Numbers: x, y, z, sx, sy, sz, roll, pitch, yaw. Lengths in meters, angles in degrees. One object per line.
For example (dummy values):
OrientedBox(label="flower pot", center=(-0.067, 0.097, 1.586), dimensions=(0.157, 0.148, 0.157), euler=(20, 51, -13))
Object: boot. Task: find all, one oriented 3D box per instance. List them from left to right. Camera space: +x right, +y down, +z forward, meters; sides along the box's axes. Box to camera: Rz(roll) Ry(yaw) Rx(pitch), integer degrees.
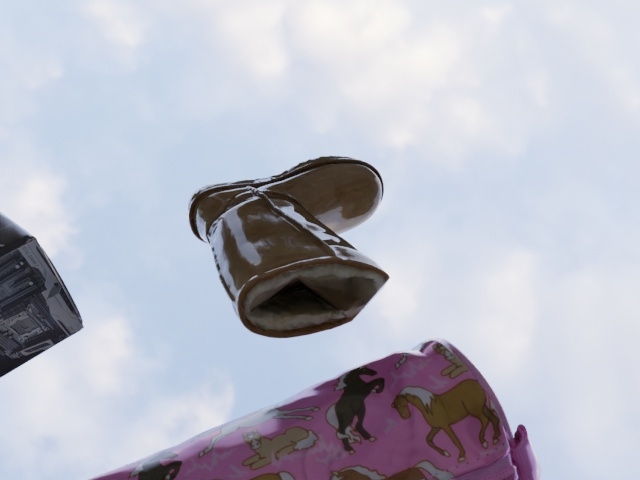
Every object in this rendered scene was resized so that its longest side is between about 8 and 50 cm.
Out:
OrientedBox(label="boot", center=(0.000, 0.000, 0.811), dimensions=(0.236, 0.089, 0.269), euler=(-15, -158, -16))

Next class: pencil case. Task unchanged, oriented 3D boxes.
OrientedBox(label="pencil case", center=(-0.036, 0.202, 0.612), dimensions=(0.386, 0.160, 0.167), euler=(-21, -124, -17))

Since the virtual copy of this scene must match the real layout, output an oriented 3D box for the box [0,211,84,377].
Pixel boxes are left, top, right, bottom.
OrientedBox(label="box", center=(-0.345, 0.076, 0.565), dimensions=(0.307, 0.076, 0.242), euler=(-32, -152, -25))
